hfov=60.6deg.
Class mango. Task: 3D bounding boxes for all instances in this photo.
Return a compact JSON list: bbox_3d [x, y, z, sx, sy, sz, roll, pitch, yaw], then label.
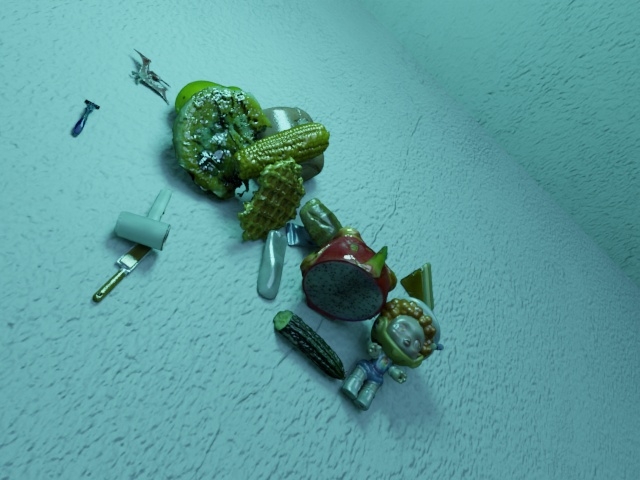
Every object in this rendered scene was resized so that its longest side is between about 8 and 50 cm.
[{"bbox_3d":[-0.352,-0.446,1.821,0.293,0.143,0.175,-24,96,-51],"label":"mango"}]

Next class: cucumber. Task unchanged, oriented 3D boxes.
[{"bbox_3d":[-0.024,0.301,1.576,0.265,0.077,0.077,43,40,-10],"label":"cucumber"}]

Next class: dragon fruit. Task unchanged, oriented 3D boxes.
[{"bbox_3d":[0.089,0.107,1.679,0.291,0.291,0.189,40,40,-10],"label":"dragon fruit"}]

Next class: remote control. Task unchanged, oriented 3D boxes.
[{"bbox_3d":[-0.140,0.071,1.656,0.073,0.044,0.229,27,55,-27],"label":"remote control"}]

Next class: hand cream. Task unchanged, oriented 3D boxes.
[{"bbox_3d":[0.000,0.000,1.860,0.256,0.055,0.088,11,59,-28],"label":"hand cream"}]

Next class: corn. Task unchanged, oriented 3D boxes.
[{"bbox_3d":[-0.114,-0.284,1.719,0.363,0.120,0.120,-29,80,-32],"label":"corn"}]

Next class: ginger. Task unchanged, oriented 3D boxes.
[{"bbox_3d":[0.031,-0.019,1.791,0.263,0.109,0.116,48,8,-10],"label":"ginger"}]

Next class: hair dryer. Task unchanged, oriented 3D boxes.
[{"bbox_3d":[-0.456,-0.079,1.486,0.131,0.073,0.236,20,39,-11],"label":"hair dryer"}]

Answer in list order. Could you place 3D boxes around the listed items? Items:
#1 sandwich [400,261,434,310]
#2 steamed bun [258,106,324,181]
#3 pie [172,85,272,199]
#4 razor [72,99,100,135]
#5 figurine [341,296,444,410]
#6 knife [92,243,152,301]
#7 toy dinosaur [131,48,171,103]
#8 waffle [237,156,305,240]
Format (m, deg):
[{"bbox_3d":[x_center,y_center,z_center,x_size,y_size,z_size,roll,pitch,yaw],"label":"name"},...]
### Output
[{"bbox_3d":[0.389,0.179,2.009,0.079,0.113,0.163,-23,76,-49],"label":"sandwich"},{"bbox_3d":[-0.108,-0.343,1.914,0.301,0.199,0.251,-1,60,-43],"label":"steamed bun"},{"bbox_3d":[-0.308,-0.319,1.696,0.297,0.078,0.370,28,71,-31],"label":"pie"},{"bbox_3d":[-0.667,-0.350,1.549,0.044,0.028,0.154,28,43,-23],"label":"razor"},{"bbox_3d":[0.190,0.332,1.679,0.382,0.205,0.224,-30,84,-30],"label":"figurine"},{"bbox_3d":[-0.492,0.061,1.381,0.046,0.022,0.256,36,41,-5],"label":"knife"},{"bbox_3d":[-0.559,-0.535,1.794,0.108,0.032,0.220,-29,90,-53],"label":"toy dinosaur"},{"bbox_3d":[-0.147,-0.123,1.674,0.051,0.291,0.291,32,30,31],"label":"waffle"}]
